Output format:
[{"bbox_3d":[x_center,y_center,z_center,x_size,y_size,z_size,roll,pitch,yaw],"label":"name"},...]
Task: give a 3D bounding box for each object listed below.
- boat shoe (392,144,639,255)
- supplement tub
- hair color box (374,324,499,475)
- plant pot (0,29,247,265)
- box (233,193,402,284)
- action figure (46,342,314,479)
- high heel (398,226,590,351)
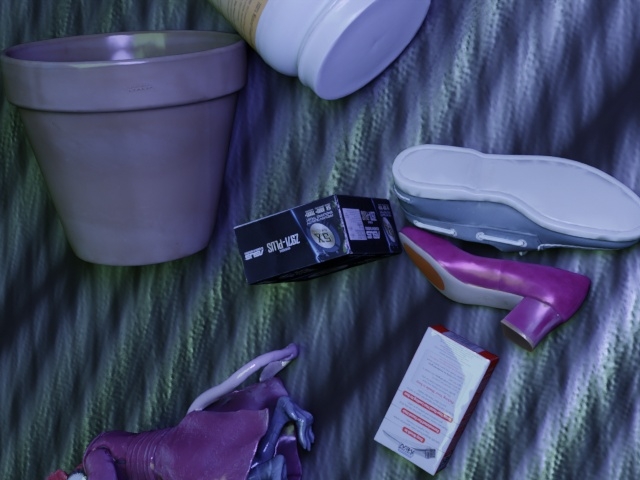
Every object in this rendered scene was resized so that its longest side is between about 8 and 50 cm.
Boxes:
[{"bbox_3d":[0.244,-0.038,1.468,0.319,0.116,0.099,13,138,17],"label":"boat shoe"},{"bbox_3d":[-0.035,-0.353,1.503,0.228,0.228,0.316,-47,72,17],"label":"supplement tub"},{"bbox_3d":[0.148,0.203,1.515,0.093,0.053,0.167,29,100,20],"label":"hair color box"},{"bbox_3d":[-0.247,-0.125,1.580,0.323,0.323,0.280,4,107,24],"label":"plant pot"},{"bbox_3d":[0.000,0.000,1.512,0.147,0.180,0.077,-17,83,23],"label":"box"},{"bbox_3d":[-0.211,0.291,1.571,0.370,0.248,0.275,-7,86,21],"label":"action figure"},{"bbox_3d":[0.214,0.030,1.489,0.117,0.082,0.244,-44,55,-15],"label":"high heel"}]
